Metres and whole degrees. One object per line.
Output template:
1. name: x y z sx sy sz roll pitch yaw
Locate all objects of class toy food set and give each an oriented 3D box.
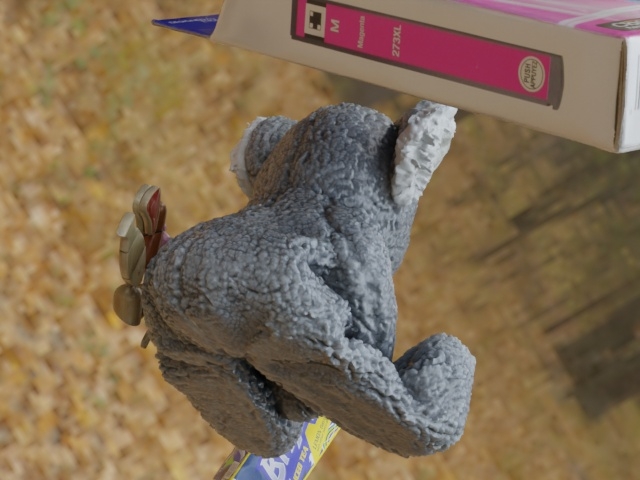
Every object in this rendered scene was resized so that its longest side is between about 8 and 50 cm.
1. toy food set: -0.115 0.009 1.241 0.122 0.019 0.078 90 18 -47

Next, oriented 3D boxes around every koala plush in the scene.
1. koala plush: 0.000 0.000 1.248 0.203 0.196 0.221 47 53 -38

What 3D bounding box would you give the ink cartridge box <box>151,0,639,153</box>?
1. ink cartridge box: 0.084 -0.123 1.091 0.371 0.176 0.069 17 -68 46

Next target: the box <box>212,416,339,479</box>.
1. box: -0.019 0.156 1.682 0.059 0.169 0.054 38 -12 -12
